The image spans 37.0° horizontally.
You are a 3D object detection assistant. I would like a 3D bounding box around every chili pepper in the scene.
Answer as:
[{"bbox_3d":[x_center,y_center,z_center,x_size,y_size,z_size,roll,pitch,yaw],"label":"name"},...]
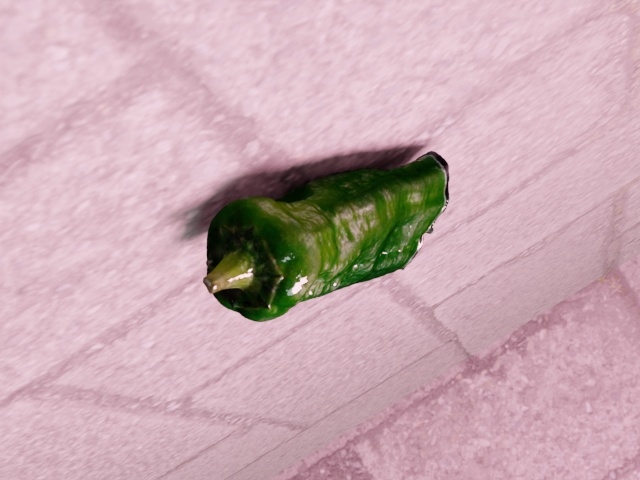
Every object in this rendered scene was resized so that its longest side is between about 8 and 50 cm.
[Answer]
[{"bbox_3d":[0.000,0.000,0.824,0.270,0.099,0.136,-15,165,-48],"label":"chili pepper"}]
